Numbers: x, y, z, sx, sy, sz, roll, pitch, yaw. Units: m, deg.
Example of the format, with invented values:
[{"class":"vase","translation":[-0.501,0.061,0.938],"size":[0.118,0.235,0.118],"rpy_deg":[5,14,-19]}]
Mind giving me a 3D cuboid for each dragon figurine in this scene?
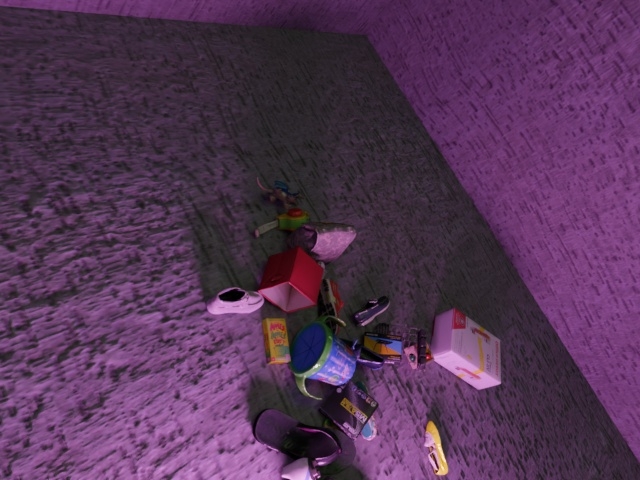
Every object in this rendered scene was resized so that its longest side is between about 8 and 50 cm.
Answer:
[{"class":"dragon figurine","translation":[-0.202,-0.235,2.149],"size":[0.288,0.085,0.144],"rpy_deg":[24,20,-23]}]

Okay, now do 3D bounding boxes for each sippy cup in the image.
[{"class":"sippy cup","translation":[0.023,0.488,1.822],"size":[0.224,0.306,0.240],"rpy_deg":[37,5,-28]}]

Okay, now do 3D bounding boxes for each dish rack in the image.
[{"class":"dish rack","translation":[0.389,0.514,2.144],"size":[0.271,0.074,0.209],"rpy_deg":[8,54,3]}]

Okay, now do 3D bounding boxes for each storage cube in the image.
[{"class":"storage cube","translation":[-0.123,0.171,1.886],"size":[0.215,0.183,0.193],"rpy_deg":[43,43,-33]}]

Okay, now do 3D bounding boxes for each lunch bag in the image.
[{"class":"lunch bag","translation":[0.000,0.000,2.041],"size":[0.235,0.287,0.169],"rpy_deg":[-3,66,-38]}]

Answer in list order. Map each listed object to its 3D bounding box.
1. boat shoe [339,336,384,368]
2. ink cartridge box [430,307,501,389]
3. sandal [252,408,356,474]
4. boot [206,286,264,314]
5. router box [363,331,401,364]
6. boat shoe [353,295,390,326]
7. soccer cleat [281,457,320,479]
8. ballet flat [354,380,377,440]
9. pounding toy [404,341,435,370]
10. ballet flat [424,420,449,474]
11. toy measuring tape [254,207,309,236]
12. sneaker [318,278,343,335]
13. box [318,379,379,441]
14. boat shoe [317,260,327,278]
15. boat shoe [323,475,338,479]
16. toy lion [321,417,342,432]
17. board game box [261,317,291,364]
[{"class":"boat shoe","translation":[0.170,0.493,1.972],"size":[0.257,0.089,0.109],"rpy_deg":[18,57,-4]},{"class":"ink cartridge box","translation":[0.803,0.593,2.397],"size":[0.384,0.160,0.279],"rpy_deg":[35,48,-17]},{"class":"sandal","translation":[-0.044,0.768,1.645],"size":[0.445,0.107,0.168],"rpy_deg":[27,63,-20]},{"class":"boot","translation":[-0.319,0.237,1.758],"size":[0.258,0.123,0.095],"rpy_deg":[-6,68,-40]},{"class":"router box","translation":[0.292,0.510,2.070],"size":[0.178,0.046,0.133],"rpy_deg":[6,55,2]},{"class":"boat shoe","translation":[0.252,0.334,2.175],"size":[0.254,0.095,0.079],"rpy_deg":[-31,96,-36]},{"class":"soccer cleat","translation":[-0.046,0.946,1.568],"size":[0.143,0.116,0.332],"rpy_deg":[-16,89,2]},{"class":"ballet flat","translation":[0.190,0.737,1.900],"size":[0.077,0.091,0.241],"rpy_deg":[33,44,-60]},{"class":"pounding toy","translation":[0.505,0.586,2.210],"size":[0.141,0.100,0.130],"rpy_deg":[-10,71,-41]},{"class":"ballet flat","translation":[0.525,0.961,2.022],"size":[0.077,0.077,0.231],"rpy_deg":[-6,69,-22]},{"class":"toy measuring tape","translation":[-0.160,-0.076,2.076],"size":[0.330,0.121,0.122],"rpy_deg":[-28,83,-45]},{"class":"sneaker","translation":[0.063,0.311,2.033],"size":[0.118,0.107,0.280],"rpy_deg":[18,56,-41]},{"class":"box","translation":[0.119,0.693,1.816],"size":[0.190,0.045,0.184],"rpy_deg":[37,50,16]},{"class":"boat shoe","translation":[-0.007,0.129,2.044],"size":[0.066,0.063,0.184],"rpy_deg":[37,-9,33]},{"class":"boat shoe","translation":[0.114,0.977,1.669],"size":[0.285,0.102,0.092],"rpy_deg":[44,40,-13]},{"class":"toy lion","translation":[0.056,0.766,1.799],"size":[0.100,0.034,0.096],"rpy_deg":[41,39,-11]},{"class":"board game box","translation":[-0.184,0.415,1.812],"size":[0.092,0.043,0.182],"rpy_deg":[7,60,-35]}]
